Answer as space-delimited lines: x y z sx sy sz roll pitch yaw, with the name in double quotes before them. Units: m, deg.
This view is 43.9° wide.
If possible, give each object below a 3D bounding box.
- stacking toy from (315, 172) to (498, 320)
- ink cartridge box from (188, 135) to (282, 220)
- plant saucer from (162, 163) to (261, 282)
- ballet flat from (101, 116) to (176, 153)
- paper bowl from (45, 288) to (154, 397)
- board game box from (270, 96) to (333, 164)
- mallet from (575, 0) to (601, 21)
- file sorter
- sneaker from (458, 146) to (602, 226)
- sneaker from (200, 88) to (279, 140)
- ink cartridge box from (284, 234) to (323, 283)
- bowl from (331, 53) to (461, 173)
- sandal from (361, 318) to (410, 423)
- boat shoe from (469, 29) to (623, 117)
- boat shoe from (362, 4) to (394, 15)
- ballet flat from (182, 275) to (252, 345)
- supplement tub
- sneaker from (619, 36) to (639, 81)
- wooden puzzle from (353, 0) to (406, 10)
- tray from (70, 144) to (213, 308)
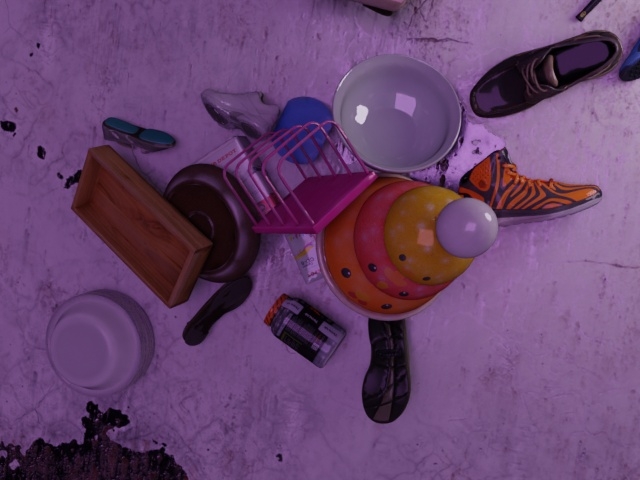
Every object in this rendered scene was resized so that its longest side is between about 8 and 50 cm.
"stacking toy" 0.215 -0.012 1.681 0.350 0.480 0.351 2 82 -18
"ink cartridge box" -0.210 -0.135 2.008 0.158 0.092 0.218 -30 90 15
"plant saucer" -0.290 -0.036 1.982 0.310 0.050 0.311 9 108 29
"ballet flat" -0.475 -0.265 2.082 0.213 0.072 0.068 19 128 12
"paper bowl" -0.603 0.280 2.123 0.284 0.148 0.284 1 95 13
"board game box" -0.043 -0.274 1.984 0.133 0.033 0.169 28 97 15
"mallet" 0.657 -0.564 1.780 0.062 0.039 0.190 37 108 5
"file sorter" -0.062 -0.147 1.797 0.202 0.290 0.182 -43 111 -23
"sneaker" 0.472 -0.132 1.823 0.321 0.124 0.180 -10 95 15
"sneaker" -0.197 -0.335 1.997 0.232 0.090 0.115 29 66 23
"ink cartridge box" 0.000 0.000 1.952 0.128 0.127 0.176 -24 91 15
"bowl" 0.168 -0.272 1.852 0.297 0.134 0.298 1 72 -4
"sandal" 0.175 0.302 1.970 0.120 0.086 0.303 2 82 19
"boat shoe" 0.501 -0.383 1.785 0.355 0.130 0.132 -24 90 15
"boat shoe" 0.083 -0.644 1.884 0.307 0.111 0.104 37 74 15
"ballet flat" -0.275 0.175 2.076 0.084 0.058 0.250 32 108 -37
"supplement tub" -0.041 0.223 1.992 0.190 0.117 0.117 35 103 7
"sneaker" 0.740 -0.446 1.762 0.209 0.069 0.082 -46 51 23
"wooden puzzle" 0.089 -0.692 1.807 0.322 0.080 0.348 18 73 11
"tray" -0.461 -0.039 2.017 0.411 0.076 0.203 41 125 19
